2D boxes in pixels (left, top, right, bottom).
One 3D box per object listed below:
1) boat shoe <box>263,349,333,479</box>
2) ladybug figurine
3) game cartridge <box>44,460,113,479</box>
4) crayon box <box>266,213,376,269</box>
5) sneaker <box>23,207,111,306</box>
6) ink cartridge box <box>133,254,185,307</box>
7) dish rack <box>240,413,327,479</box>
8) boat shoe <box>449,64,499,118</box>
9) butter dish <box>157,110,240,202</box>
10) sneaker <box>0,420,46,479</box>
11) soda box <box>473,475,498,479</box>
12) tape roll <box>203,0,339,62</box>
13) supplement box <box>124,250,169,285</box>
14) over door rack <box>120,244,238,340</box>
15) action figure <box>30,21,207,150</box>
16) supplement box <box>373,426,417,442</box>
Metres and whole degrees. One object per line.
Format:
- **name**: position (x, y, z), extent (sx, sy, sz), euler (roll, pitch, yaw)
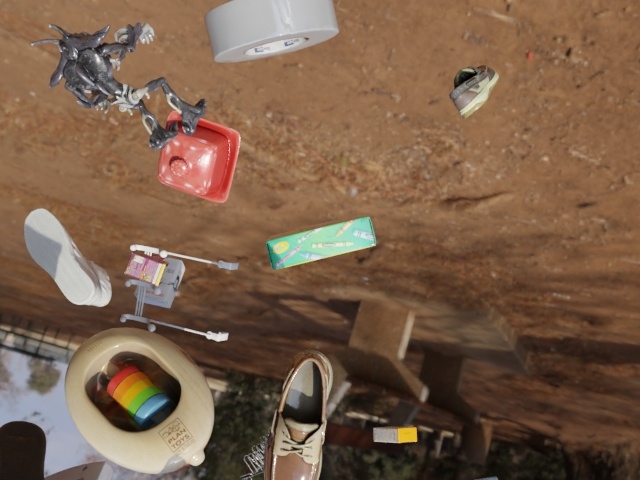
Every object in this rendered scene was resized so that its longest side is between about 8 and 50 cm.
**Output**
- **boat shoe**: position (-0.048, 0.376, 1.364), extent (0.123, 0.324, 0.116), euler (6, 169, 1)
- **ladybug figurine**: position (-0.433, 0.401, 1.692), extent (0.449, 0.305, 0.162), euler (39, 151, 30)
- **game cartridge**: position (-0.621, 0.614, 1.582), extent (0.297, 0.062, 0.198), euler (-23, -163, 12)
- **crayon box**: position (0.000, 0.000, 1.855), extent (0.278, 0.081, 0.165), euler (-13, -175, 0)
- **sneaker**: position (-0.664, 0.056, 1.834), extent (0.292, 0.108, 0.169), euler (55, 177, 12)
- **ink cartridge box**: position (-0.511, 0.130, 2.204), extent (0.109, 0.150, 0.063), euler (11, 151, 10)
- **dish rack**: position (-0.111, 0.528, 1.827), extent (0.074, 0.208, 0.271), euler (52, 135, -1)
- **boat shoe**: position (0.320, -0.333, 1.464), extent (0.080, 0.223, 0.073), euler (-33, 106, 36)
- **butter dish**: position (-0.256, -0.153, 1.354), extent (0.160, 0.160, 0.118), euler (19, -158, 7)
- **sneaker**: position (-0.518, 0.452, 1.115), extent (0.124, 0.178, 0.295), euler (14, -160, -18)
- **soda box**: position (0.286, 0.475, 1.254), extent (0.071, 0.067, 0.210), euler (-30, 154, 13)
- **tape roll**: position (-0.082, -0.362, 1.171), extent (0.219, 0.072, 0.219), euler (-12, -172, 2)
- **supplement box**: position (-0.402, 0.064, 1.603), extent (0.083, 0.055, 0.043), euler (22, -176, -3)
- **over door rack**: position (-0.419, 0.151, 2.025), extent (0.324, 0.239, 0.108), euler (10, -176, 5)
- **action figure**: position (-0.331, -0.270, 1.143), extent (0.164, 0.141, 0.275), euler (-35, 128, 23)
- **supplement box**: position (0.188, 0.491, 1.750), extent (0.062, 0.036, 0.098), euler (7, 165, -34)
